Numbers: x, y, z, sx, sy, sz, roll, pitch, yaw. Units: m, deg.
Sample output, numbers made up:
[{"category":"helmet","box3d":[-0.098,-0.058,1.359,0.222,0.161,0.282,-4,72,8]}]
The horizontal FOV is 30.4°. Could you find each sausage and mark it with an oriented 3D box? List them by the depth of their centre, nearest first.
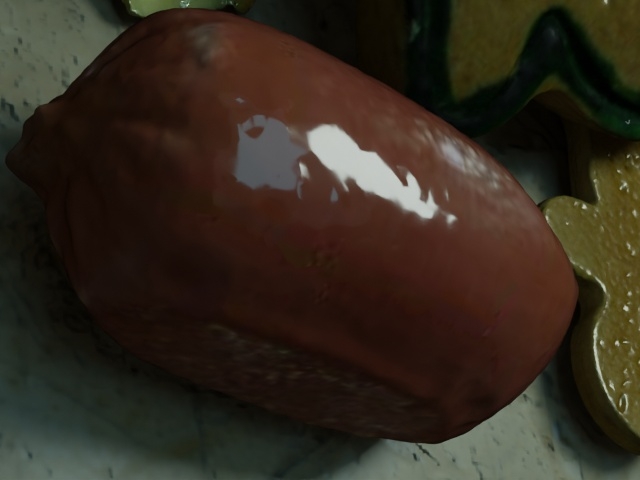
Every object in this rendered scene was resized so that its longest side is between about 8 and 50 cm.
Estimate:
[{"category":"sausage","box3d":[0.000,0.000,0.480,0.254,0.148,0.148,26,58,-24]}]

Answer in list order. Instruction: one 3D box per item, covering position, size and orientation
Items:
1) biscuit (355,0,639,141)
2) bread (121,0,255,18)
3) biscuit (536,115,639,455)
[{"category":"biscuit","box3d":[0.124,-0.171,0.564,0.287,0.057,0.344,-48,125,-7]},{"category":"bread","box3d":[-0.067,-0.161,0.539,0.084,0.080,0.109,-22,82,-36]},{"category":"biscuit","box3d":[0.177,0.006,0.665,0.158,0.035,0.240,23,59,-21]}]
